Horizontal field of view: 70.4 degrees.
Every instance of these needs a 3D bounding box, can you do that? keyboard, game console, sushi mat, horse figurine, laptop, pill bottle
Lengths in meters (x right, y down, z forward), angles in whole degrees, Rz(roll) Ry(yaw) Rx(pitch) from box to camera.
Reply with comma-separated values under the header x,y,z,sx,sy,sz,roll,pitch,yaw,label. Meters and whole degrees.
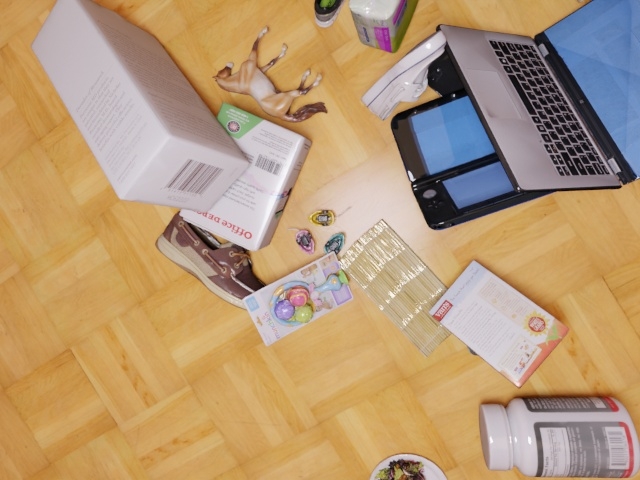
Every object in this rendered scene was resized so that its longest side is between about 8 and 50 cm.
x,y,z,sx,sy,sz,roll,pitch,yaw,label
0.348,-0.274,0.998,0.317,0.033,0.201,41,99,4,keyboard
0.316,-0.187,0.914,0.293,0.250,0.173,-20,121,10,game console
0.196,0.112,1.068,0.151,0.019,0.316,-43,89,10,sushi mat
-0.109,-0.358,1.043,0.263,0.066,0.174,44,95,5,horse figurine
0.486,-0.309,0.790,0.408,0.236,0.382,-5,64,-24,laptop
0.501,0.424,0.982,0.283,0.161,0.161,-4,95,10,pill bottle

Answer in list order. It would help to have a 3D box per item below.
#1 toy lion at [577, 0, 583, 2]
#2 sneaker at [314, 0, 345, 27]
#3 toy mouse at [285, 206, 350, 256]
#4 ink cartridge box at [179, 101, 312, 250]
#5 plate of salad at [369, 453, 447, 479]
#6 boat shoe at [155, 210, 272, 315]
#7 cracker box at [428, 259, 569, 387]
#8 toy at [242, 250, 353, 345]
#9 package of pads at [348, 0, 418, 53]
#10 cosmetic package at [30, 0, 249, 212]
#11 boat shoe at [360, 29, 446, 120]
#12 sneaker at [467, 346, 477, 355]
x,y,z,sx,sy,sz,roll,pitch,yaw,label
0.529,-0.549,0.917,0.034,0.096,0.100,-11,135,10,toy lion
0.035,-0.559,0.992,0.063,0.075,0.170,31,99,5,sneaker
0.000,0.000,1.080,0.161,0.031,0.143,-6,95,10,toy mouse
-0.169,-0.143,1.047,0.201,0.117,0.278,25,99,6,ink cartridge box
0.216,0.621,1.105,0.200,0.048,0.200,1,97,9,plate of salad
-0.225,0.051,1.080,0.342,0.123,0.123,34,98,8,boat shoe
0.372,0.174,0.965,0.156,0.067,0.232,-49,61,0,cracker box
-0.039,0.139,1.034,0.237,0.056,0.137,-29,111,-14,toy
0.157,-0.550,0.897,0.101,0.229,0.296,22,100,9,package of pads
-0.374,-0.280,0.936,0.161,0.230,0.453,-44,68,18,cosmetic package
0.180,-0.327,0.927,0.095,0.258,0.084,-45,99,-20,boat shoe
0.406,0.208,1.016,0.166,0.076,0.065,-37,89,11,sneaker
